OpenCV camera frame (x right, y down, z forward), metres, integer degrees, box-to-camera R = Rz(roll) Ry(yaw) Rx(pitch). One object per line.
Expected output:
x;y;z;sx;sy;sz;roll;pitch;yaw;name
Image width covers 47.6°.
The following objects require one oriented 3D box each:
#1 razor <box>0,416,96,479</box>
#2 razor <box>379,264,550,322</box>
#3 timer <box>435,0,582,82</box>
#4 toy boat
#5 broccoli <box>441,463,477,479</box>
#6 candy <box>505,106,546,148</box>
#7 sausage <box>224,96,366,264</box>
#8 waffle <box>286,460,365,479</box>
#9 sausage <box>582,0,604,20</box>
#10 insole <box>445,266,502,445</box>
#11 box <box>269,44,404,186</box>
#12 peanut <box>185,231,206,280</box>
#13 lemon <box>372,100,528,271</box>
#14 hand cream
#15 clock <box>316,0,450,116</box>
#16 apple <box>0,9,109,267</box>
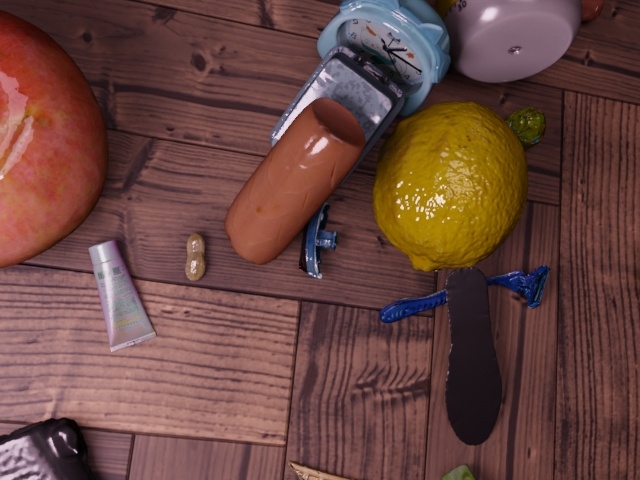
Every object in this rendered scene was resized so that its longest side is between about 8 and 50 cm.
-0.396;0.432;1.066;0.189;0.107;0.327;-20;83;-16;razor
0.256;0.100;1.325;0.324;0.093;0.056;-10;40;-12;razor
0.337;-0.464;1.353;0.285;0.285;0.285;3;78;-13;timer
0.000;0.000;1.273;0.060;0.060;0.137;9;72;10;toy boat
0.259;0.471;1.217;0.219;0.194;0.194;-27;86;6;broccoli
0.307;-0.218;1.396;0.262;0.073;0.077;1;89;-7;candy
-0.052;-0.084;1.172;0.121;0.304;0.121;28;33;-20;sausage
0.004;0.431;1.207;0.152;0.023;0.097;19;74;-11;waffle
0.511;-0.486;1.497;0.169;0.065;0.065;2;79;-14;sausage
0.267;0.206;1.289;0.109;0.007;0.322;-6;93;-11;insole
0.024;-0.206;1.251;0.162;0.130;0.227;37;106;-4;box
-0.212;0.027;1.230;0.037;0.037;0.083;-3;83;-14;peanut
0.224;-0.101;1.243;0.268;0.268;0.322;13;80;-11;lemon
-0.332;0.088;1.188;0.076;0.047;0.174;-19;92;-17;hand cream
0.124;-0.341;1.260;0.223;0.274;0.094;37;70;-6;clock
-0.484;-0.135;1.049;0.363;0.364;0.364;3;78;-13;apple
